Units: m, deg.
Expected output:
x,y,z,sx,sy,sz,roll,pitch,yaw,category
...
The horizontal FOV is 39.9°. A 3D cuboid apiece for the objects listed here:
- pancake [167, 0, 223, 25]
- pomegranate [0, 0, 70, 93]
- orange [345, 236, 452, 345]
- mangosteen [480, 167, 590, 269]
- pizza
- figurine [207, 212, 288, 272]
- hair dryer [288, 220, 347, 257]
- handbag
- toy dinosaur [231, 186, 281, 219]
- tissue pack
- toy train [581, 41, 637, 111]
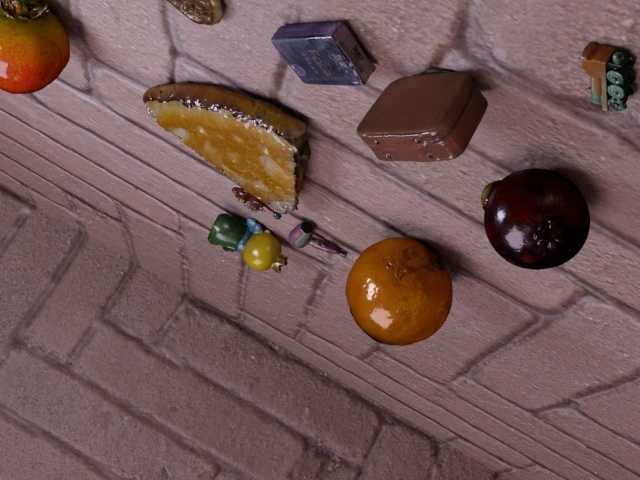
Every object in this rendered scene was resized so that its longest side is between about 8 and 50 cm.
x,y,z,sx,sy,sz,roll,pitch,yaw,category
-0.239,-0.438,1.559,0.158,0.028,0.158,29,161,11,pancake
-0.651,-0.433,1.920,0.210,0.210,0.235,30,133,2,pomegranate
0.177,0.115,1.989,0.246,0.246,0.246,27,160,10,orange
0.355,-0.042,1.490,0.199,0.200,0.200,27,160,10,mangosteen
-0.160,-0.222,1.904,0.434,0.080,0.392,36,160,-18,pizza
-0.201,0.016,2.495,0.234,0.127,0.185,22,166,-5,figurine
0.000,0.003,2.288,0.154,0.054,0.106,24,158,-12,hair dryer
0.163,-0.197,1.385,0.193,0.151,0.072,7,147,53,handbag
-0.166,-0.097,2.257,0.154,0.049,0.055,32,159,13,toy dinosaur
0.004,-0.313,1.478,0.156,0.051,0.112,10,151,46,tissue pack
0.385,-0.215,1.180,0.064,0.044,0.103,22,157,32,toy train
